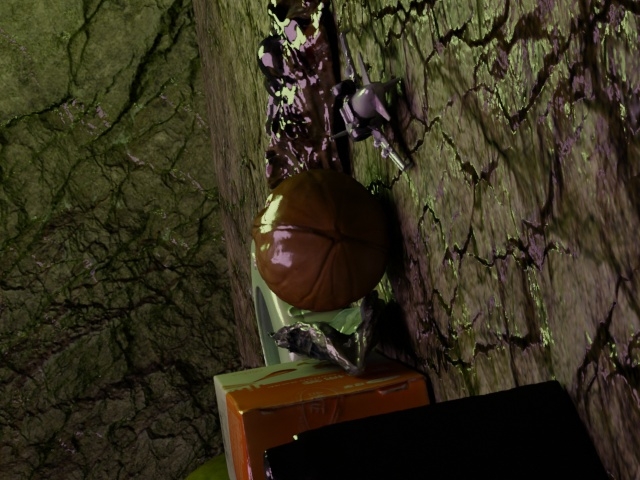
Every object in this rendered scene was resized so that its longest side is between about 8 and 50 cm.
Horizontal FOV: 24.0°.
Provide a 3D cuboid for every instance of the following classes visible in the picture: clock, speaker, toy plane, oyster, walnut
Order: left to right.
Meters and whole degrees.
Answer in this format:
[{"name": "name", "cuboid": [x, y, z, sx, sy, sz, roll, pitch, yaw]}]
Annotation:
[{"name": "oyster", "cuboid": [-0.035, -0.193, 1.963, 0.221, 0.096, 0.361, -104, 9, -64]}, {"name": "clock", "cuboid": [-0.025, 0.155, 2.266, 0.324, 0.108, 0.265, 88, 166, -50]}, {"name": "walnut", "cuboid": [0.000, 0.000, 1.755, 0.207, 0.167, 0.167, 180, 79, -79]}, {"name": "oyster", "cuboid": [0.025, 0.108, 1.865, 0.252, 0.199, 0.087, -8, 94, 49]}, {"name": "toy plane", "cuboid": [0.048, -0.138, 1.600, 0.162, 0.065, 0.171, 66, 164, 10]}, {"name": "speaker", "cuboid": [0.100, 0.267, 1.159, 0.184, 0.254, 0.232, 90, 166, -45]}]

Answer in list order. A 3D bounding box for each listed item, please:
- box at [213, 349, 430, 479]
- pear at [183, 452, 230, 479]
[{"name": "box", "cuboid": [0.000, 0.231, 1.823, 0.341, 0.225, 0.143, -165, 66, -81]}, {"name": "pear", "cuboid": [-0.088, 0.475, 2.277, 0.413, 0.352, 0.352, 21, -126, -72]}]
